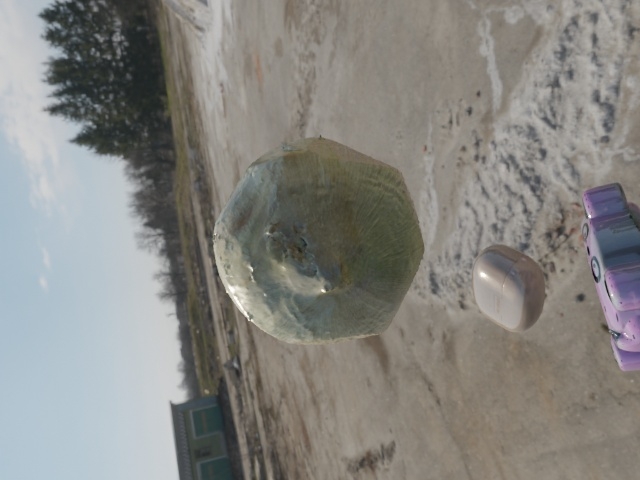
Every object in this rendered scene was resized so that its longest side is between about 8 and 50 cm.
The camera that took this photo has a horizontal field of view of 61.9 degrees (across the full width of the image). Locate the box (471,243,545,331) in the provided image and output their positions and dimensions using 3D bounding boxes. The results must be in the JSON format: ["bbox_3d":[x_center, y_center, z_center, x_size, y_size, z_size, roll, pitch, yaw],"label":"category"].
[{"bbox_3d":[0.370,0.096,1.056,0.146,0.088,0.200,32,154,39],"label":"box"}]

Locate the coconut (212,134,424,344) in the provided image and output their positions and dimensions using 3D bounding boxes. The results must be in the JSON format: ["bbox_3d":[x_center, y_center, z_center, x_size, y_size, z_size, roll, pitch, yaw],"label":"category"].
[{"bbox_3d":[-0.002,0.002,0.464,0.194,0.194,0.195,170,90,-76],"label":"coconut"}]

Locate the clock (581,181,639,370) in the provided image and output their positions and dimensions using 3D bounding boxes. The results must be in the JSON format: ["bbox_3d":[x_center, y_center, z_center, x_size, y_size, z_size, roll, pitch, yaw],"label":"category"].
[{"bbox_3d":[0.443,0.051,0.777,0.248,0.090,0.228,45,-142,-45],"label":"clock"}]
